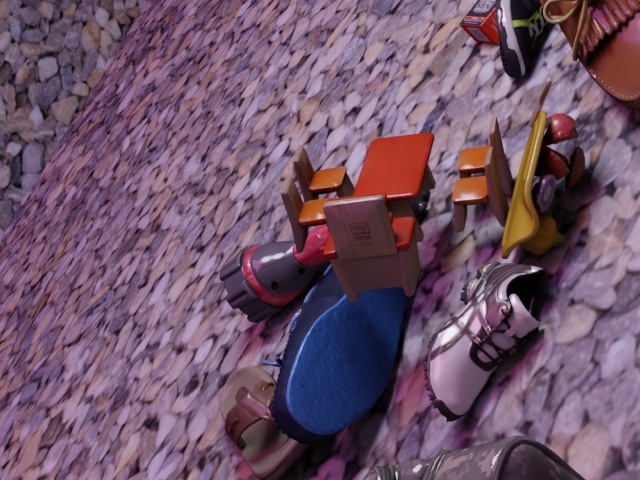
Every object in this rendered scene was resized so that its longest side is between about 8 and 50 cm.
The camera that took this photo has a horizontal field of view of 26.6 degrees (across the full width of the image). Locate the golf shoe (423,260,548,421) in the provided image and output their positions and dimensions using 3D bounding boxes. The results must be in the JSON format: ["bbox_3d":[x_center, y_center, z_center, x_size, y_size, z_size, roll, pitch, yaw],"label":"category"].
[{"bbox_3d":[0.177,0.100,1.433,0.094,0.077,0.198,-13,43,51],"label":"golf shoe"}]

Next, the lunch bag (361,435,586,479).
[{"bbox_3d":[0.089,0.331,1.087,0.256,0.212,0.305,-23,36,45],"label":"lunch bag"}]

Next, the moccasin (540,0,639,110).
[{"bbox_3d":[0.322,-0.305,1.605,0.139,0.147,0.380,-38,50,32],"label":"moccasin"}]

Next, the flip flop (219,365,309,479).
[{"bbox_3d":[-0.079,0.213,1.683,0.112,0.080,0.277,-50,25,-2],"label":"flip flop"}]

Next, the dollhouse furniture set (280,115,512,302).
[{"bbox_3d":[0.078,-0.057,1.593,0.262,0.135,0.259,-7,32,17],"label":"dollhouse furniture set"}]

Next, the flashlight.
[{"bbox_3d":[0.000,0.000,1.833,0.304,0.103,0.103,-34,27,30],"label":"flashlight"}]

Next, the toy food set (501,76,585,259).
[{"bbox_3d":[0.261,-0.072,1.527,0.128,0.071,0.217,97,-171,-65],"label":"toy food set"}]

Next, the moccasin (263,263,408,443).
[{"bbox_3d":[0.024,0.124,1.621,0.117,0.137,0.342,-33,15,40],"label":"moccasin"}]

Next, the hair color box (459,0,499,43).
[{"bbox_3d":[0.271,-0.352,1.964,0.141,0.043,0.072,-51,24,-6],"label":"hair color box"}]

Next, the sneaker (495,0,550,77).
[{"bbox_3d":[0.290,-0.329,1.849,0.097,0.084,0.234,-1,61,11],"label":"sneaker"}]
